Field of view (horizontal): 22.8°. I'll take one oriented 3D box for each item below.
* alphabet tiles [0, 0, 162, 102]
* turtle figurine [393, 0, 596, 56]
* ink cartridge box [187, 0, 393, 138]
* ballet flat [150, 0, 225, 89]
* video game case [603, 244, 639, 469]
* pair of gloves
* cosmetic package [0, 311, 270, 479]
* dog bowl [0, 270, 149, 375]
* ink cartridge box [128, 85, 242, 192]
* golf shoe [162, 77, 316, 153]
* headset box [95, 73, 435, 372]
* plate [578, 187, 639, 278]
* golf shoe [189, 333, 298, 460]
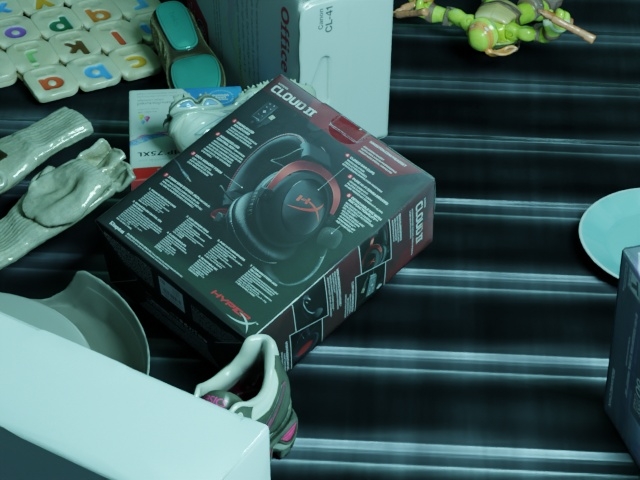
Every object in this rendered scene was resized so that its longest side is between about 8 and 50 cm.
[{"bbox_3d":[-0.330,-0.262,2.052,0.284,0.021,0.278,-17,40,-23],"label":"alphabet tiles"},{"bbox_3d":[0.244,-0.285,2.044,0.269,0.087,0.217,8,29,24],"label":"turtle figurine"},{"bbox_3d":[-0.045,-0.268,1.898,0.131,0.226,0.306,-20,43,-24],"label":"ink cartridge box"},{"bbox_3d":[-0.160,-0.209,1.943,0.073,0.067,0.206,-10,48,-9],"label":"ballet flat"},{"bbox_3d":[0.313,0.161,1.358,0.026,0.196,0.274,-9,38,-10],"label":"video game case"},{"bbox_3d":[-0.319,-0.064,1.718,0.204,0.042,0.240,-32,35,-12],"label":"pair of gloves"},{"bbox_3d":[-0.172,0.236,1.094,0.284,0.377,0.097,18,41,23],"label":"cosmetic package"},{"bbox_3d":[-0.326,0.151,1.435,0.348,0.102,0.349,1,37,0],"label":"dog bowl"},{"bbox_3d":[-0.144,-0.078,1.763,0.134,0.078,0.231,-3,38,-6],"label":"ink cartridge box"},{"bbox_3d":[-0.079,-0.121,1.724,0.176,0.069,0.086,-14,61,-19],"label":"golf shoe"},{"bbox_3d":[-0.040,-0.019,1.586,0.218,0.110,0.293,36,62,25],"label":"headset box"},{"bbox_3d":[0.372,0.005,1.712,0.188,0.024,0.188,0,37,0],"label":"plate"},{"bbox_3d":[-0.113,0.191,1.374,0.105,0.120,0.273,18,41,18],"label":"golf shoe"}]
